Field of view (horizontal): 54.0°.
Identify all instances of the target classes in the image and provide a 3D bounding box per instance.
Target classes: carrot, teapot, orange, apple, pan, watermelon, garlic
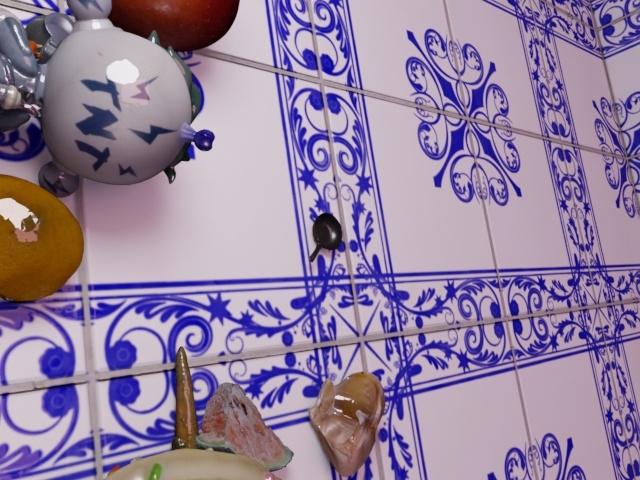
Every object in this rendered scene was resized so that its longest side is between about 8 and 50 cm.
[{"bbox_3d":[-0.177,0.269,0.844,0.049,0.049,0.255,5,71,-42],"label":"carrot"},{"bbox_3d":[-0.356,-0.263,0.830,0.066,0.057,0.088,29,58,-33],"label":"teapot"},{"bbox_3d":[-0.353,-0.007,0.725,0.170,0.112,0.160,-24,93,-56],"label":"orange"},{"bbox_3d":[-0.216,-0.381,0.891,0.201,0.218,0.218,3,74,-17],"label":"apple"},{"bbox_3d":[-0.001,0.000,1.105,0.068,0.023,0.115,52,46,-19],"label":"pan"},{"bbox_3d":[-0.119,0.271,0.887,0.187,0.071,0.139,39,24,-56],"label":"watermelon"},{"bbox_3d":[0.056,0.289,1.024,0.174,0.099,0.124,-54,129,-39],"label":"garlic"}]

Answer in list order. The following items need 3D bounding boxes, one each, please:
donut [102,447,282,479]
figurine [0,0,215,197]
[{"bbox_3d":[-0.185,0.403,0.687,0.307,0.150,0.371,40,65,-22],"label":"donut"},{"bbox_3d":[-0.321,-0.173,0.742,0.381,0.261,0.186,10,38,-23],"label":"figurine"}]
